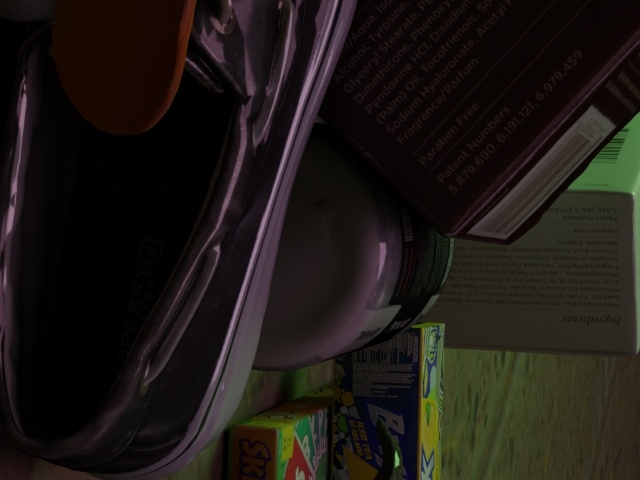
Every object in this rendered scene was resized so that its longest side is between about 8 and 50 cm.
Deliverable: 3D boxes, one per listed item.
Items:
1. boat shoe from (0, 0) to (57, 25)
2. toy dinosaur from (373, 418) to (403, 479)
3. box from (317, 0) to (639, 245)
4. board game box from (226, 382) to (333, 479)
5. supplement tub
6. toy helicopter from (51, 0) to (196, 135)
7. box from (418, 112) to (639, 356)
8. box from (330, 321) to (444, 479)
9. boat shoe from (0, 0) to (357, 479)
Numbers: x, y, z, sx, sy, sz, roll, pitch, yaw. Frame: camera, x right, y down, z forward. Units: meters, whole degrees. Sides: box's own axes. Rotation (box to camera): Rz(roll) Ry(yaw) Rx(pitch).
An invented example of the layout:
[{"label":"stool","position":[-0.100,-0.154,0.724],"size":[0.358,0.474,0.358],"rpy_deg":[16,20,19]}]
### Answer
[{"label":"boat shoe","position":[-0.115,-0.165,0.553],"size":[0.320,0.103,0.118],"rpy_deg":[91,-10,-68]},{"label":"toy dinosaur","position":[-0.038,0.215,0.935],"size":[0.160,0.121,0.313],"rpy_deg":[95,6,-45]},{"label":"box","position":[0.058,-0.124,0.873],"size":[0.167,0.203,0.168],"rpy_deg":[-47,170,9]},{"label":"board game box","position":[-0.003,0.153,1.139],"size":[0.259,0.039,0.124],"rpy_deg":[-11,104,-77]},{"label":"supplement tub","position":[0.000,0.000,0.959],"size":[0.190,0.117,0.117],"rpy_deg":[-4,97,-73]},{"label":"toy helicopter","position":[-0.109,-0.069,0.439],"size":[0.235,0.140,0.355],"rpy_deg":[-25,150,-25]},{"label":"box","position":[0.140,-0.011,1.335],"size":[0.181,0.182,0.119],"rpy_deg":[-54,142,-63]},{"label":"box","position":[0.038,0.131,1.116],"size":[0.059,0.054,0.169],"rpy_deg":[-1,93,-74]},{"label":"boat shoe","position":[-0.054,-0.070,0.742],"size":[0.119,0.121,0.335],"rpy_deg":[17,78,-78]}]
